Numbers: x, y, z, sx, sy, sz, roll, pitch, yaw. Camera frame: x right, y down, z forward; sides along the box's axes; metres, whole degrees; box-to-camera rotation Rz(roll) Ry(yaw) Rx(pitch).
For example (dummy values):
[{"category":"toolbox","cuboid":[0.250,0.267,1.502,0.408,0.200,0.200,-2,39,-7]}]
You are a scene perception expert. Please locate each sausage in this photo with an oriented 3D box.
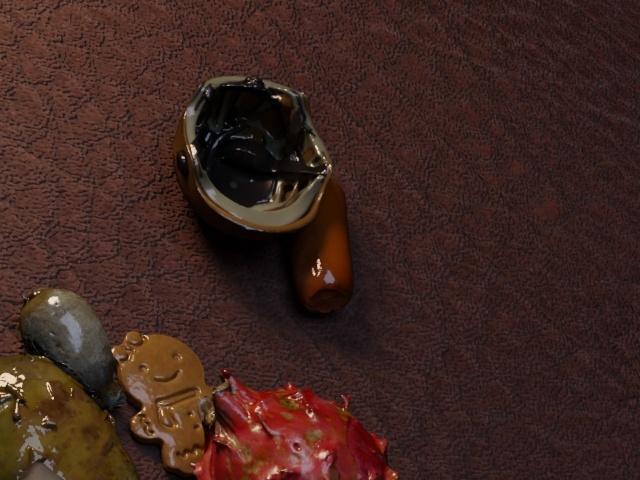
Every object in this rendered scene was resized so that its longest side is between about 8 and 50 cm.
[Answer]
[{"category":"sausage","cuboid":[0.000,0.000,2.123,0.076,0.076,0.197,12,51,-22]}]

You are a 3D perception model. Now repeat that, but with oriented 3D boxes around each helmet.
[{"category":"helmet","cuboid":[-0.096,-0.090,2.096,0.198,0.130,0.224,2,68,-23]}]

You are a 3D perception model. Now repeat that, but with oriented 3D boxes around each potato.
[{"category":"potato","cuboid":[-0.273,0.249,1.745,0.176,0.141,0.298,-25,72,-35]}]

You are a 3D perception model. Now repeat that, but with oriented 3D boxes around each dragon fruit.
[{"category":"dragon fruit","cuboid":[-0.037,0.254,1.834,0.268,0.210,0.205,47,10,-16]}]

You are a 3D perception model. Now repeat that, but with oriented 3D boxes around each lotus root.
[{"category":"lotus root","cuboid":[-0.275,0.122,1.879,0.088,0.088,0.165,-29,85,-40]}]

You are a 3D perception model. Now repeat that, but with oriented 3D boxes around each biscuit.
[{"category":"biscuit","cuboid":[-0.161,0.182,1.934,0.133,0.027,0.184,-4,60,-30]}]

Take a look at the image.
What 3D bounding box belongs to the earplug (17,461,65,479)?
[{"category":"earplug","cuboid":[-0.195,0.437,1.540,0.394,0.312,0.313,36,48,-3]}]
